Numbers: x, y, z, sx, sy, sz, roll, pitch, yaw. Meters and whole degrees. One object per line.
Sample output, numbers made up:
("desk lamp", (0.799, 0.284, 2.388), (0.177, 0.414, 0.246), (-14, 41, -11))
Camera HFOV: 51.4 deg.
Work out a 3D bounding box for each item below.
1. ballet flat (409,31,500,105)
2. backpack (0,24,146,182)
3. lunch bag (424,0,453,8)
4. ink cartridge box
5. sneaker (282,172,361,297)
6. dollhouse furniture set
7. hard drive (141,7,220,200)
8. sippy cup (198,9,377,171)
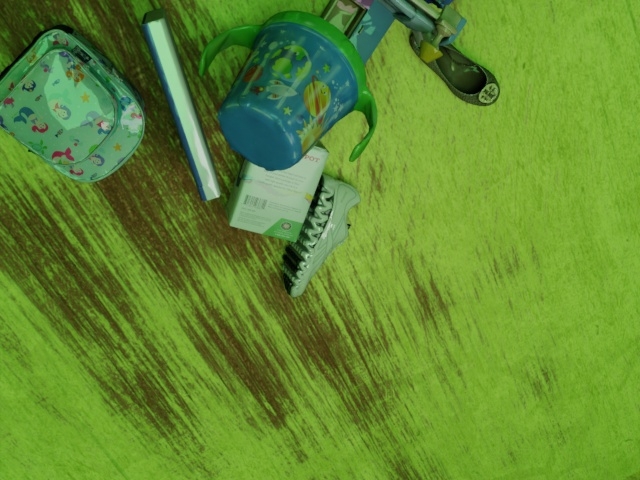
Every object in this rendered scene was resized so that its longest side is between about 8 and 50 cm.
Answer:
("ballet flat", (0.288, -0.361, 1.399), (0.249, 0.058, 0.084), (34, 103, -24))
("backpack", (-0.448, -0.236, 1.214), (0.225, 0.191, 0.253), (-42, 121, 6))
("lunch bag", (0.267, -0.609, 1.223), (0.293, 0.138, 0.221), (-36, 117, 0))
("ink cartridge box", (-0.093, -0.123, 1.394), (0.154, 0.093, 0.213), (14, 111, -19))
("sneaker", (0.000, 0.000, 1.470), (0.118, 0.110, 0.292), (12, 111, -28))
("dollhouse furniture set", (0.055, -0.400, 1.190), (0.286, 0.303, 0.198), (29, 103, -23))
("hard drive", (-0.256, -0.254, 1.230), (0.040, 0.210, 0.319), (-17, 116, -5))
("sippy cup", (-0.065, -0.256, 1.216), (0.224, 0.305, 0.240), (-60, 143, -29))
